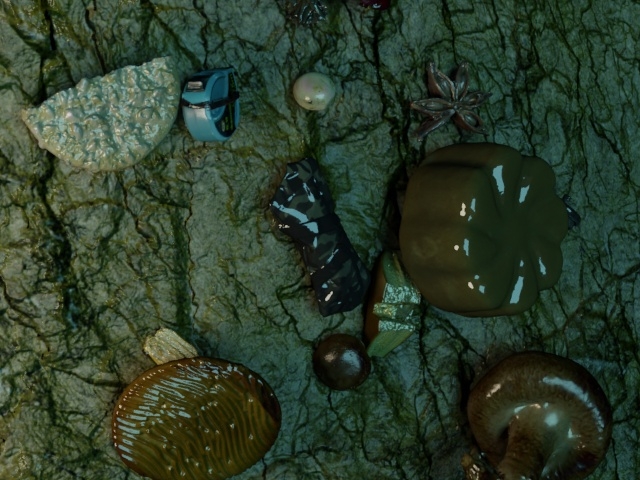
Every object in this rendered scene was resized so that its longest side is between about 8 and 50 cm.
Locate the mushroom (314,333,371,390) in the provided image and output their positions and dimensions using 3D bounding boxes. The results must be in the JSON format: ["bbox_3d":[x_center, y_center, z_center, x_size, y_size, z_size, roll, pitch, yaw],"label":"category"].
[{"bbox_3d":[0.045,0.255,1.946,0.127,0.087,0.127,-1,103,-5],"label":"mushroom"}]

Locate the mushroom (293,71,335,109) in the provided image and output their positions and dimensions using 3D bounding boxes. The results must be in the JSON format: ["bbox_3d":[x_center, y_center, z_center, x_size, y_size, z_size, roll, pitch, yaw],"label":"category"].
[{"bbox_3d":[-0.012,-0.290,1.827,0.083,0.067,0.084,5,65,-10],"label":"mushroom"}]

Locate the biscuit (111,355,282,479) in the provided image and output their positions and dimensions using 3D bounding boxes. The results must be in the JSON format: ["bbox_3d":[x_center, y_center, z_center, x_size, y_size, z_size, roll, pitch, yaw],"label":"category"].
[{"bbox_3d":[-0.229,0.343,1.734,0.317,0.040,0.318,-5,123,-7],"label":"biscuit"}]

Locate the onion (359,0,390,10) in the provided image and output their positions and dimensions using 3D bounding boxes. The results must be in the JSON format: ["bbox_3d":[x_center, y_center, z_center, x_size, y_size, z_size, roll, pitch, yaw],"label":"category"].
[{"bbox_3d":[0.144,-0.599,1.779,0.314,0.146,0.280,-55,134,-37],"label":"onion"}]

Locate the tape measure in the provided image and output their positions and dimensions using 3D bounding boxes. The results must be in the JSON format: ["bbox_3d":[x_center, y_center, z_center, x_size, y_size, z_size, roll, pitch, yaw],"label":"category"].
[{"bbox_3d":[-0.196,-0.244,1.703,0.146,0.081,0.125,-42,131,-60],"label":"tape measure"}]

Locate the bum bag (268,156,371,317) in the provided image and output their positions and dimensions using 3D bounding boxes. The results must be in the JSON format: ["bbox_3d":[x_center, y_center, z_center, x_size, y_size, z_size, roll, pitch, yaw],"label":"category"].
[{"bbox_3d":[0.000,0.000,1.865,0.144,0.095,0.340,-41,117,-35],"label":"bum bag"}]

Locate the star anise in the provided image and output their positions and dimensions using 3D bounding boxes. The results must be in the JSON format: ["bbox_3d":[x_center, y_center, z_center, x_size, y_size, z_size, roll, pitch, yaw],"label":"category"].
[{"bbox_3d":[0.278,-0.299,1.995,0.208,0.063,0.172,-9,98,-25],"label":"star anise"}]

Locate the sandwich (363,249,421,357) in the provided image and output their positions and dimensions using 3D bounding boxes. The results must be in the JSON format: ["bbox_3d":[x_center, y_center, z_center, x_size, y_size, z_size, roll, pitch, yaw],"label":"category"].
[{"bbox_3d":[0.150,0.140,1.972,0.090,0.088,0.245,9,94,-27],"label":"sandwich"}]

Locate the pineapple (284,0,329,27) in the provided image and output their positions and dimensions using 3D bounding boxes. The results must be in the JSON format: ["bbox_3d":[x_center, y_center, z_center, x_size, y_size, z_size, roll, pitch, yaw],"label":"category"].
[{"bbox_3d":[-0.037,-0.530,1.762,0.125,0.125,0.251,-19,117,-26],"label":"pineapple"}]

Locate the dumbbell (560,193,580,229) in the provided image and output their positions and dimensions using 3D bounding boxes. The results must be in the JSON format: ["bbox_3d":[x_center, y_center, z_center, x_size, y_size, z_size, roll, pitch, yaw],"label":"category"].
[{"bbox_3d":[0.499,0.000,2.145,0.110,0.110,0.254,38,85,-28],"label":"dumbbell"}]

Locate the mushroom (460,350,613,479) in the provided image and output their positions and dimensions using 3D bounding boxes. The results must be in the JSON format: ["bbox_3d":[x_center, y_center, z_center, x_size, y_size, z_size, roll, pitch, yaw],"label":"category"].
[{"bbox_3d":[0.473,0.415,2.071,0.334,0.356,0.331,-24,85,16],"label":"mushroom"}]

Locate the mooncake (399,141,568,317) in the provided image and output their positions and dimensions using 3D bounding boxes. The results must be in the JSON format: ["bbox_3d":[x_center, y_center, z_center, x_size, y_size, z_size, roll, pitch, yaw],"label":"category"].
[{"bbox_3d":[0.351,-0.018,1.954,0.378,0.200,0.379,4,84,-40],"label":"mooncake"}]

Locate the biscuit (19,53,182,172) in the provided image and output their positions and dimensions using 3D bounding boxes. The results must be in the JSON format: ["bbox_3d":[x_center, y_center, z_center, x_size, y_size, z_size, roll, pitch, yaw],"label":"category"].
[{"bbox_3d":[-0.368,-0.209,1.631,0.281,0.084,0.179,-23,113,-22],"label":"biscuit"}]

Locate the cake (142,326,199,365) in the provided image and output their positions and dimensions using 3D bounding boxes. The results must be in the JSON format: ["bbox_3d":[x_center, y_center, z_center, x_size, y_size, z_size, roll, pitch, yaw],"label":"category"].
[{"bbox_3d":[-0.255,0.243,1.792,0.185,0.116,0.080,34,74,3],"label":"cake"}]
